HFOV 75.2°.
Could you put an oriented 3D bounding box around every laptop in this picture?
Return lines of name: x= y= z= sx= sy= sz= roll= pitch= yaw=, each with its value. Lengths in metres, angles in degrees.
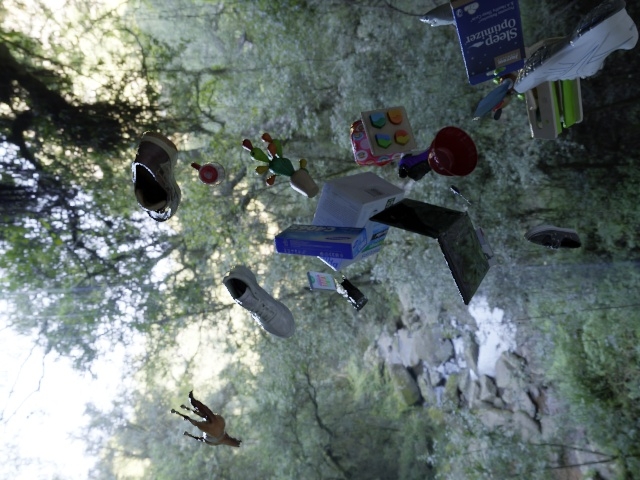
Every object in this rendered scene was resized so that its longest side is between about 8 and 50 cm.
laptop: x=0.444 y=0.017 z=1.635 sx=0.236 sy=0.381 sz=0.409 roll=-21 pitch=94 yaw=37

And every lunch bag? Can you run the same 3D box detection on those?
lunch bag: x=0.303 y=-0.484 z=2.064 sx=0.258 sy=0.292 sz=0.120 roll=72 pitch=-167 yaw=-46

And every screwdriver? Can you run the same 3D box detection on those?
screwdriver: x=0.607 y=-0.193 z=1.797 sx=0.170 sy=0.024 sz=0.025 roll=-109 pitch=25 yaw=-50

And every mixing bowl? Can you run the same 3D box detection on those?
mixing bowl: x=0.443 y=-0.294 z=1.448 sx=0.098 sy=0.181 sz=0.182 roll=151 pitch=118 yaw=-66

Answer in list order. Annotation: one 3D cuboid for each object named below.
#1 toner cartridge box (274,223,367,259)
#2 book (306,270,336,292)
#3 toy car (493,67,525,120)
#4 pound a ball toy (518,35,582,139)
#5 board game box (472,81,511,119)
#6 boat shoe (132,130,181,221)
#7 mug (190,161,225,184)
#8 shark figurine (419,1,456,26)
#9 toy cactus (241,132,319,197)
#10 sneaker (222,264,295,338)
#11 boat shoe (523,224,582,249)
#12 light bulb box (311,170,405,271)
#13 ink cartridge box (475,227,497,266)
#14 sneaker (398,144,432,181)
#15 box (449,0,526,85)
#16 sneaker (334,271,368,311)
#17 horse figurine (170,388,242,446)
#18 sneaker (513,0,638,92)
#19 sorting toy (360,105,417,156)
toner cartridge box: x=0.000 y=0.000 z=1.702 sx=0.165 sy=0.347 sz=0.075 roll=-42 pitch=-50 yaw=-55
book: x=0.002 y=0.205 z=2.055 sx=0.035 sy=0.144 sz=0.097 roll=-41 pitch=52 yaw=36
toy car: x=0.774 y=-0.619 z=1.779 sx=0.188 sy=0.155 sz=0.149 roll=-53 pitch=-17 yaw=13
pound a ball toy: x=0.665 y=-0.469 z=1.282 sx=0.319 sy=0.208 sz=0.135 roll=63 pitch=168 yaw=-28
board game box: x=0.607 y=-0.478 z=1.453 sx=0.133 sy=0.033 sz=0.169 roll=-28 pitch=26 yaw=56
boat shoe: x=-0.447 y=-0.132 z=1.104 sx=0.342 sy=0.123 sz=0.123 roll=126 pitch=162 yaw=-55
mug: x=-0.513 y=-0.300 z=1.879 sx=0.169 sy=0.150 sz=0.113 roll=-129 pitch=39 yaw=-77
shark figurine: x=0.448 y=-0.690 z=1.205 sx=0.166 sy=0.277 sz=0.116 roll=33 pitch=134 yaw=58
toy cactus: x=-0.080 y=-0.159 z=0.986 sx=0.180 sy=0.112 sz=0.219 roll=44 pitch=-174 yaw=28
sneaker: x=-0.210 y=0.216 z=1.358 sx=0.305 sy=0.114 sz=0.152 roll=45 pitch=-174 yaw=0
boat shoe: x=0.863 y=-0.001 z=1.532 sx=0.080 sy=0.228 sz=0.076 roll=114 pitch=154 yaw=-45
light bulb box: x=0.158 y=-0.098 z=1.942 sx=0.225 sy=0.357 sz=0.362 roll=37 pitch=126 yaw=28
ink cartridge box: x=0.723 y=0.036 z=1.849 sx=0.150 sy=0.063 sz=0.109 roll=47 pitch=-150 yaw=-33
sneaker: x=0.458 y=-0.329 z=1.844 sx=0.293 sy=0.102 sz=0.146 roll=-1 pitch=62 yaw=57
box: x=0.400 y=-0.480 z=0.980 sx=0.225 sy=0.136 sz=0.037 roll=56 pitch=-149 yaw=-39
sneaker: x=0.089 y=0.153 z=1.223 sx=0.089 sy=0.051 sz=0.170 roll=41 pitch=171 yaw=21
horse figurine: x=-0.323 y=0.525 z=1.179 sx=0.066 sy=0.174 sz=0.264 roll=-64 pitch=-16 yaw=-44
sneaker: x=0.627 y=-0.450 z=1.044 sx=0.297 sy=0.129 sz=0.111 roll=-25 pitch=32 yaw=60
sorting toy: x=0.276 y=-0.441 z=1.656 sx=0.038 sy=0.208 sz=0.193 roll=136 pitch=121 yaw=-70
